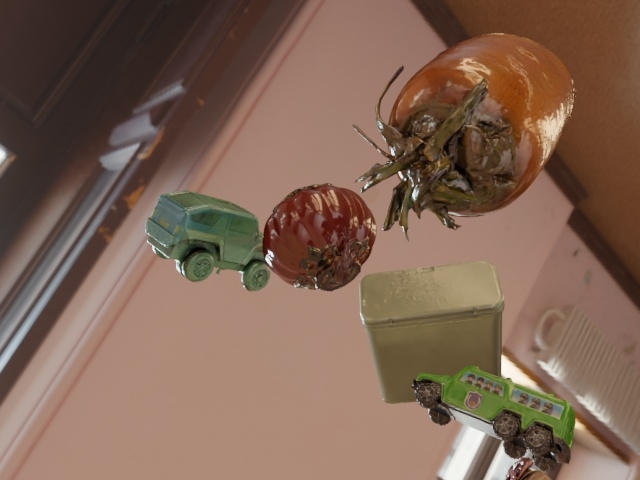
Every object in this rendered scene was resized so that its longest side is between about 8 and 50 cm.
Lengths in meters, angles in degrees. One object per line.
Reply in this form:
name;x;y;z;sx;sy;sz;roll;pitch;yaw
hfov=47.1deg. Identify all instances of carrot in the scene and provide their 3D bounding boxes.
carrot;0.181;-0.138;0.889;0.193;0.331;0.214;-29;104;42

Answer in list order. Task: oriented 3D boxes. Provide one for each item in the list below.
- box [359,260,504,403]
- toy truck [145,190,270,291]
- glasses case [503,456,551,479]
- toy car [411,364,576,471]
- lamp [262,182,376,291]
box;0.297;0.251;1.921;0.351;0.177;0.344;-7;127;6
toy truck;-0.213;0.000;1.504;0.278;0.156;0.155;13;-168;-44
glasses case;0.366;0.452;1.367;0.070;0.102;0.193;64;-178;18
toy car;0.172;0.169;0.733;0.165;0.063;0.071;17;157;33
lamp;0.000;0.000;1.406;0.226;0.227;0.227;29;166;8
